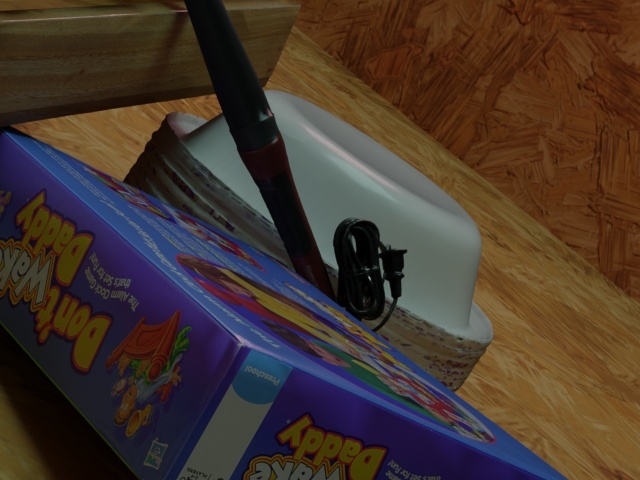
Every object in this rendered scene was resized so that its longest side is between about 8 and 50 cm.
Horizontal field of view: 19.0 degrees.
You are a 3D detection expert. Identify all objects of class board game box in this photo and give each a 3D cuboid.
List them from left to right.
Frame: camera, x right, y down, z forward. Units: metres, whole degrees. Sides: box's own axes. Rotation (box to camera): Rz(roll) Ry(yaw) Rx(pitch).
[{"bbox_3d":[-0.048,0.060,1.007,0.233,0.078,0.347,27,5,-34],"label":"board game box"}]

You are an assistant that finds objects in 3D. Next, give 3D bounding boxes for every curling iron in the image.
[{"bbox_3d":[-0.027,-0.065,1.194,0.274,0.068,0.035,60,-28,-9],"label":"curling iron"}]

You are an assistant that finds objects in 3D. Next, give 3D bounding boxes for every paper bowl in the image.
[{"bbox_3d":[0.000,0.000,1.366,0.284,0.148,0.284,32,10,-6],"label":"paper bowl"}]

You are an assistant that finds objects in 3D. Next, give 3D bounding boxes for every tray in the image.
[{"bbox_3d":[-0.188,-0.155,1.199,0.203,0.076,0.411,29,18,16],"label":"tray"}]
